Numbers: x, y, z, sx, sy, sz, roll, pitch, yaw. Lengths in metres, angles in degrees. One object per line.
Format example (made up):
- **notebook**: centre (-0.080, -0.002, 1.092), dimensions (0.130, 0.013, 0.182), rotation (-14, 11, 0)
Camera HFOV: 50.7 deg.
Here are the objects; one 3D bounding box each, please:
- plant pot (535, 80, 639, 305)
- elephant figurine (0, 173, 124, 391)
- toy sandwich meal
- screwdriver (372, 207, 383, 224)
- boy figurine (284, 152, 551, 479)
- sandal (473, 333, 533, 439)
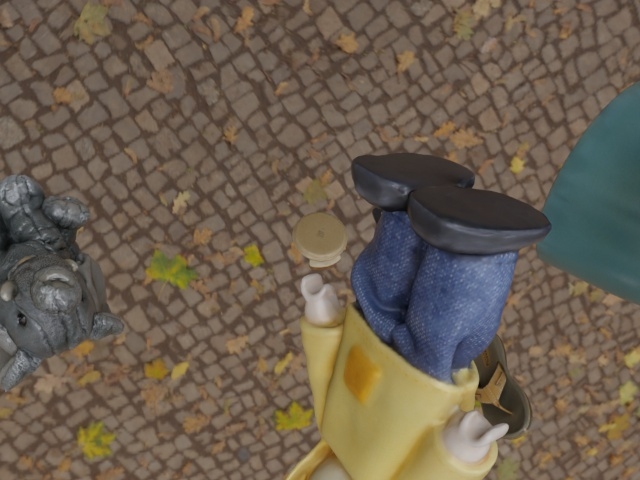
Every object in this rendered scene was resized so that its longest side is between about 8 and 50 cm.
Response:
- **plant pot**: centre (0.478, -0.036, 0.904), dimensions (0.293, 0.235, 0.293), rotation (-29, 139, -30)
- **elephant figurine**: centre (-0.274, 0.060, 0.653), dimensions (0.169, 0.239, 0.186), rotation (-48, 144, 4)
- **toy sandwich meal**: centre (0.000, 0.000, 0.942), dimensions (0.086, 0.085, 0.029), rotation (-11, 154, -12)
- **screwdriver**: centre (0.109, 0.011, 0.982), dimensions (0.025, 0.169, 0.024), rotation (16, 126, -31)
- **boy figurine**: centre (0.034, 0.089, 0.421), dimensions (0.092, 0.177, 0.285), rotation (-5, 124, -36)
- **sandal**: centre (0.248, 0.204, 0.977), dimensions (0.049, 0.180, 0.072), rotation (28, 126, -34)
